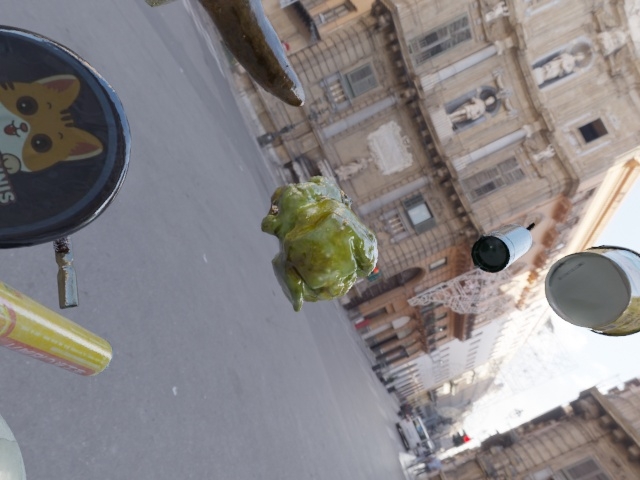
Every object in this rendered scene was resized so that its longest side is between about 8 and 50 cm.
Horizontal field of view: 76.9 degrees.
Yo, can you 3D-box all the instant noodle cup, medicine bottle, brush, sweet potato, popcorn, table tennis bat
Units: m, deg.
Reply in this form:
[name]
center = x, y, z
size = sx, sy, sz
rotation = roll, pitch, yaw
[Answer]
[instant noodle cup]
center = 0.435, 0.077, 0.629
size = 0.122, 0.151, 0.151
rotation = 7, 48, -42
[medicine bottle]
center = -0.537, 0.174, 0.771
size = 0.426, 0.108, 0.108
rotation = 86, -18, -61
[brush]
center = -0.626, 0.046, 0.983
size = 0.036, 0.043, 0.248
rotation = 111, -37, -63
[sweet potato]
center = -0.116, -0.338, 0.633
size = 0.292, 0.097, 0.097
rotation = 54, 8, -35
[popcorn]
center = -0.005, -0.003, 0.852
size = 0.276, 0.225, 0.277
rotation = 28, -52, 44
[table tennis bat]
center = -0.252, -0.058, 0.266
size = 0.027, 0.236, 0.150
rotation = 8, -65, 69

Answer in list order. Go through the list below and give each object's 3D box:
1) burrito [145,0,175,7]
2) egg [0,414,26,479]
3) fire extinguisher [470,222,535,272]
[burrito]
center = -0.205, -0.464, 0.673
size = 0.060, 0.226, 0.087
rotation = 39, -22, 5
[egg]
center = -0.356, 0.178, 0.232
size = 0.336, 0.278, 0.278
rotation = 55, 9, -51
[fire extinguisher]
center = 0.481, 0.007, 1.042
size = 0.294, 0.118, 0.093
rotation = -15, 63, -49
